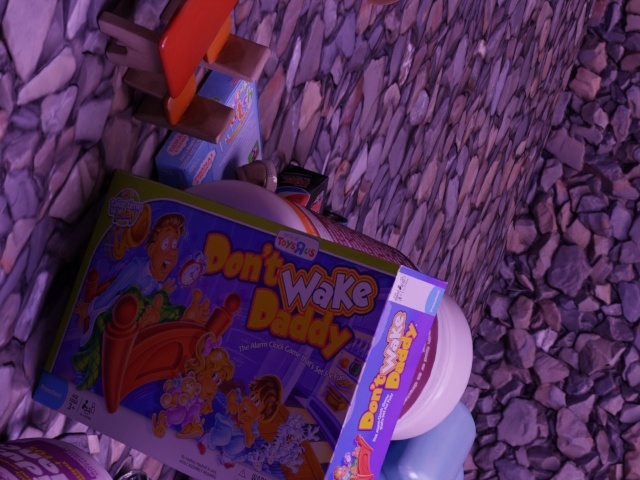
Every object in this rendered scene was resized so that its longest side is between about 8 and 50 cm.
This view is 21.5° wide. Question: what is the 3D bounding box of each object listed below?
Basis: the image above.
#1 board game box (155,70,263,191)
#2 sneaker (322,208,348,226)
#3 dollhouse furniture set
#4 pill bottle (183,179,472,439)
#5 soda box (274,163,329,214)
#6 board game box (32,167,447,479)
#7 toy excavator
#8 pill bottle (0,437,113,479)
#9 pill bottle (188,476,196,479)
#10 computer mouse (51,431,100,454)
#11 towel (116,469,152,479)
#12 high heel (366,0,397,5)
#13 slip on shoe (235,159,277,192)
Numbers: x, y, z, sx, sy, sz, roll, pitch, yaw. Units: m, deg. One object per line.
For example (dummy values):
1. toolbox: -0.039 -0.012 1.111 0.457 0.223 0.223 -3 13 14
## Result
1. board game box: -0.112 -0.072 1.766 0.211 0.039 0.160 89 26 -54
2. sneaker: 0.000 0.000 2.209 0.058 0.052 0.135 -70 164 14
3. dollhouse furniture set: -0.079 -0.244 1.491 0.262 0.135 0.259 81 32 -59
4. pill bottle: -0.010 0.090 1.752 0.392 0.224 0.224 24 86 -55
5. soda box: -0.048 -0.030 2.002 0.169 0.053 0.060 -47 152 -56
6. board game box: -0.081 0.092 1.498 0.078 0.347 0.233 21 88 -52
7. toy excavator: 0.103 0.240 2.301 0.433 0.445 0.222 46 53 -22
8. pill bottle: -0.281 0.252 1.343 0.301 0.169 0.169 4 105 -74
9. pill bottle: -0.062 0.210 2.042 0.161 0.161 0.283 -2 111 -73
10. computer mouse: -0.248 0.267 1.626 0.262 0.060 0.184 18 95 -53
11. towel: -0.257 0.459 1.912 0.370 0.040 0.271 92 24 -47
12. high heel: 0.037 -0.442 1.785 0.377 0.127 0.181 85 0 -48
13. slip on shoe: -0.079 -0.034 1.781 0.135 0.041 0.051 112 -34 -53
